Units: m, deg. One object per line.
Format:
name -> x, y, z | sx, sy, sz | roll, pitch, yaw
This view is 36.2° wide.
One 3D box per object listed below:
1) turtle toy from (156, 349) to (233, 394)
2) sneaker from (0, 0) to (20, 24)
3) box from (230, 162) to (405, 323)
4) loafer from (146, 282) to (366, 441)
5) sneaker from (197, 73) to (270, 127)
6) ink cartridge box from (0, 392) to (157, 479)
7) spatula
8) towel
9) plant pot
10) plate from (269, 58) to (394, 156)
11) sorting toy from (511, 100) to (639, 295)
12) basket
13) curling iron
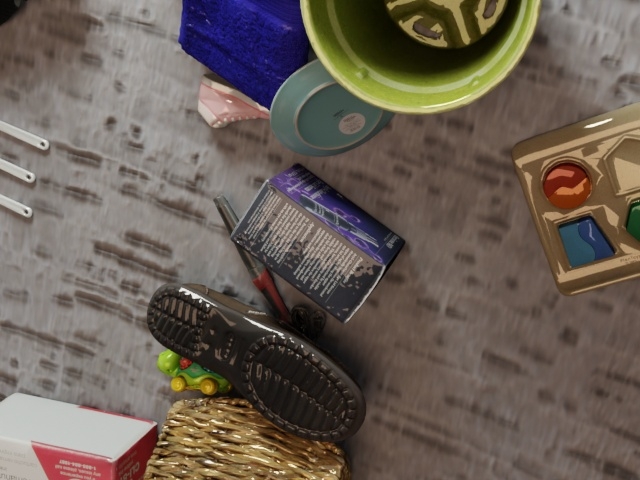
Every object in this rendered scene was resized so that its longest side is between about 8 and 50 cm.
turtle toy -> -0.198, 0.206, 1.544 | 0.130, 0.095, 0.066 | 3, 84, 15
sneaker -> -0.509, -0.413, 1.466 | 0.330, 0.122, 0.146 | -23, 79, 21
box -> 0.000, 0.000, 1.396 | 0.207, 0.153, 0.108 | 35, 110, 4
loafer -> -0.081, 0.162, 1.471 | 0.366, 0.130, 0.134 | 33, 108, 12
sneaker -> -0.121, -0.189, 1.436 | 0.134, 0.051, 0.070 | 25, 111, 12
ink cartridge box -> -0.434, 0.481, 1.638 | 0.279, 0.160, 0.385 | 8, 106, 14
spatula -> -0.559, -0.146, 1.588 | 0.242, 0.019, 0.168 | 24, 108, 9
towel -> -0.104, -0.327, 1.280 | 0.227, 0.076, 0.308 | 41, 146, 25
plant pot -> 0.141, -0.314, 1.216 | 0.276, 0.254, 0.276 | 5, 109, 14
plate -> 0.024, -0.178, 1.341 | 0.188, 0.188, 0.024 | -39, 48, 21
sorting toy -> 0.435, -0.067, 1.312 | 0.307, 0.041, 0.229 | -18, 99, 19
basket -> -0.103, 0.369, 1.552 | 0.299, 0.223, 0.214 | 14, 74, 12
curling iron -> -0.080, 0.046, 1.491 | 0.068, 0.035, 0.274 | -32, 95, 24
